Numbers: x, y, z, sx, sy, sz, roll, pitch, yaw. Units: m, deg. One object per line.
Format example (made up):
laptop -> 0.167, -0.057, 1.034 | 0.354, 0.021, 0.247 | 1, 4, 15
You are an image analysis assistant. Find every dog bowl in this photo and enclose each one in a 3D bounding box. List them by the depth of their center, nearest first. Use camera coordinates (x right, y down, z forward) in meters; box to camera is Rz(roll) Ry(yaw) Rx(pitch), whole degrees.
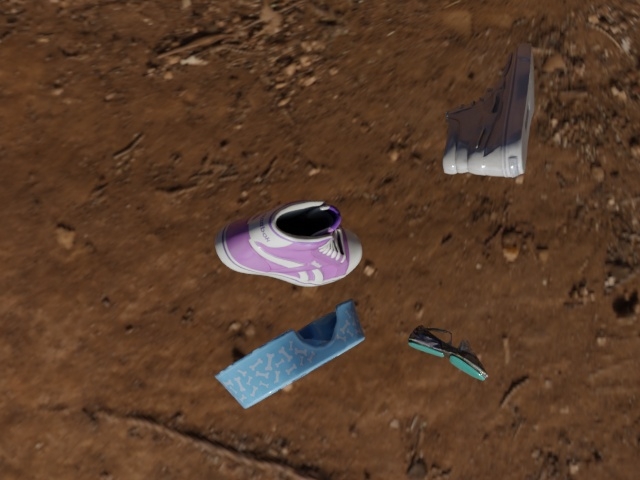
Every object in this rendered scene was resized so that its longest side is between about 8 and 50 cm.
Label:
dog bowl -> -0.040, 0.190, 1.809 | 0.166, 0.297, 0.074 | -36, 81, 42

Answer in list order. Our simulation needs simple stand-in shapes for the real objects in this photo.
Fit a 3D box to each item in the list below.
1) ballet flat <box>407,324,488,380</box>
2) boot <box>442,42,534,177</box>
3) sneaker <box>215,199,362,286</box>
ballet flat -> 0.171, 0.141, 1.420 | 0.114, 0.041, 0.041 | 25, 109, 11
boot -> 0.243, -0.195, 1.585 | 0.123, 0.258, 0.095 | 1, 135, 18
sneaker -> 0.000, 0.001, 1.614 | 0.161, 0.282, 0.102 | -24, 74, 39
